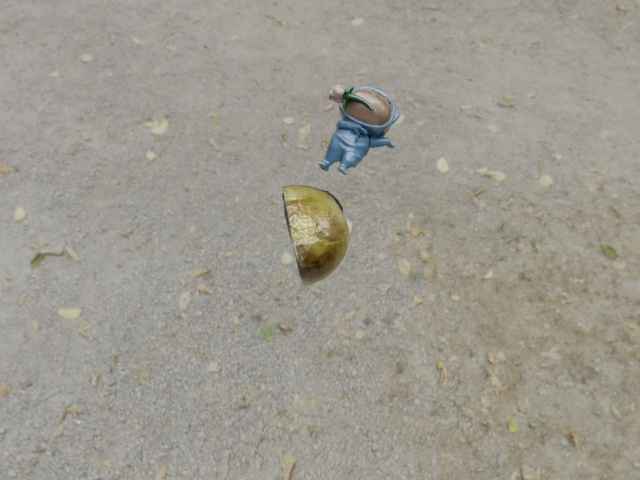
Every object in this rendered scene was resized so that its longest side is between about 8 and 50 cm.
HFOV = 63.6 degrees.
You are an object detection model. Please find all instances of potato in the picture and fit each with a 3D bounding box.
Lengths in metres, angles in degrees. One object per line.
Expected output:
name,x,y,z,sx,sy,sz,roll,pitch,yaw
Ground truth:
potato,0.000,0.000,0.542,0.066,0.096,0.103,-14,42,0

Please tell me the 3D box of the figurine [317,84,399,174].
figurine,0.065,-0.202,0.907,0.114,0.144,0.178,27,78,23
